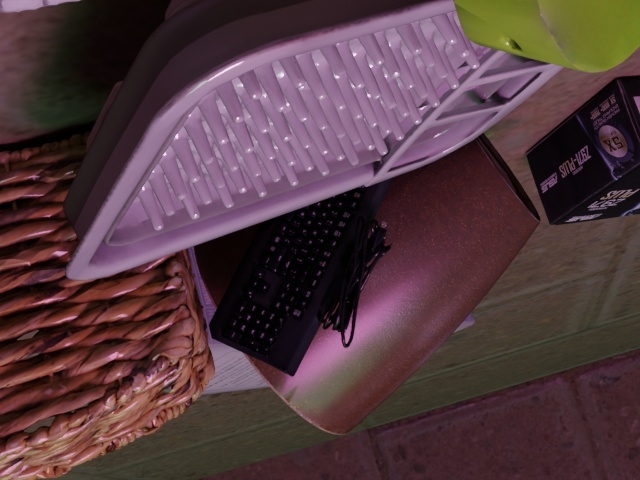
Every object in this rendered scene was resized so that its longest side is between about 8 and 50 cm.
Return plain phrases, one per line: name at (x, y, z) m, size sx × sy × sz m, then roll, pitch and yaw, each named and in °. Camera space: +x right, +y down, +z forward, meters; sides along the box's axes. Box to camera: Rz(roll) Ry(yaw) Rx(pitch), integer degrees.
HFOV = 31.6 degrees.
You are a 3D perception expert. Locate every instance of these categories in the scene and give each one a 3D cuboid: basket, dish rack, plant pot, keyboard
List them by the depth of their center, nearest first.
dish rack at (0.013, -0.093, 0.651) m, size 0.333 × 0.072 × 0.285 m, roll -21°, pitch 170°, yaw -30°
keyboard at (0.000, 0.000, 0.811) m, size 0.100 × 0.192 × 0.038 m, roll 23°, pitch 166°, yaw 14°
basket at (-0.231, 0.076, 0.814) m, size 0.299 × 0.213 × 0.223 m, roll -13°, pitch 162°, yaw -8°
plant pot at (0.053, 0.006, 0.921) m, size 0.230 × 0.215 × 0.215 m, roll -36°, pitch 158°, yaw 15°

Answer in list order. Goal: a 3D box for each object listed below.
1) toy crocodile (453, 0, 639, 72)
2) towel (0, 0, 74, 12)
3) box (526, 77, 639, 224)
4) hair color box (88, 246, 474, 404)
toy crocodile at (0.201, -0.175, 0.495) m, size 0.340 × 0.115 × 0.105 m, roll -33°, pitch 128°, yaw -10°
towel at (-0.129, -0.161, 0.329) m, size 0.284 × 0.121 × 0.235 m, roll -15°, pitch 165°, yaw -10°
box at (0.307, -0.084, 1.031) m, size 0.180 × 0.077 × 0.147 m, roll -7°, pitch 162°, yaw -27°
hair color box at (-0.042, 0.076, 1.161) m, size 0.374 × 0.113 × 0.185 m, roll 0°, pitch 157°, yaw -41°
